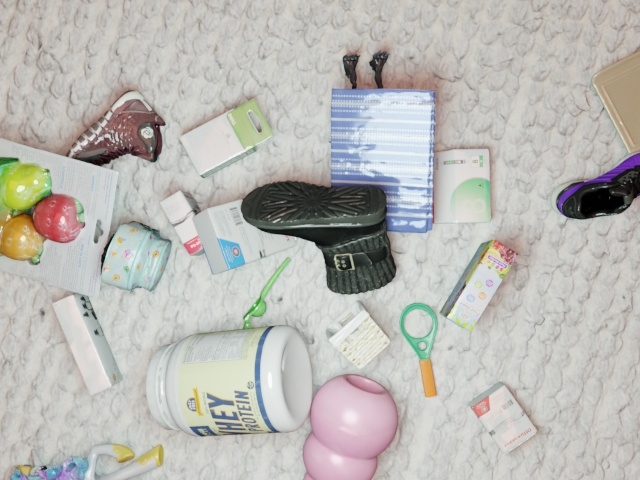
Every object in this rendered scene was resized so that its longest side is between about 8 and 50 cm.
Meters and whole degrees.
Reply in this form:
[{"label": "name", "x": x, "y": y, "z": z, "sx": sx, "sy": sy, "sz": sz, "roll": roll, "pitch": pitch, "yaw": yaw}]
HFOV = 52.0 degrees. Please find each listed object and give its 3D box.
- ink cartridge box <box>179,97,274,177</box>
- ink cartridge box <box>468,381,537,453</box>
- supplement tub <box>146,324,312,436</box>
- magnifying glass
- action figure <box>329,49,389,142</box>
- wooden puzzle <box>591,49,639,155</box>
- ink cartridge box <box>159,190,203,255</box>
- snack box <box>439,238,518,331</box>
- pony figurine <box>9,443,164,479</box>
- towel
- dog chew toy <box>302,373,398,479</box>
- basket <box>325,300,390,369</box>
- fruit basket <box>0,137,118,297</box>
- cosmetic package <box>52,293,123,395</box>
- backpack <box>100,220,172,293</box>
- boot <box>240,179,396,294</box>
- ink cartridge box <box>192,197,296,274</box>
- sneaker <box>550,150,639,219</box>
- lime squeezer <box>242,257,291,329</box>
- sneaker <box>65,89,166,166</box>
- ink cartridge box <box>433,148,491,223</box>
[{"label": "ink cartridge box", "x": -0.228, "y": -0.250, "z": 1.619, "sx": 0.209, "sy": 0.062, "sz": 0.109, "roll": -28, "pitch": 88, "yaw": 1}, {"label": "ink cartridge box", "x": 0.438, "y": 0.426, "z": 1.584, "sx": 0.099, "sy": 0.056, "sz": 0.135, "roll": -34, "pitch": 87, "yaw": 1}, {"label": "supplement tub", "x": -0.203, "y": 0.322, "z": 1.494, "sx": 0.325, "sy": 0.235, "sz": 0.235, "roll": -9, "pitch": 88, "yaw": 19}, {"label": "magnifying glass", "x": 0.251, "y": 0.268, "z": 1.612, "sx": 0.092, "sy": 0.026, "sz": 0.231, "roll": -10, "pitch": 86, "yaw": 1}, {"label": "action figure", "x": 0.102, "y": -0.313, "z": 1.574, "sx": 0.164, "sy": 0.141, "sz": 0.275, "roll": 0, "pitch": 85, "yaw": 0}, {"label": "wooden puzzle", "x": 0.804, "y": -0.343, "z": 1.603, "sx": 0.221, "sy": 0.044, "sz": 0.238, "roll": -27, "pitch": 93, "yaw": 1}, {"label": "ink cartridge box", "x": -0.316, "y": -0.041, "z": 1.593, "sx": 0.063, "sy": 0.109, "sz": 0.150, "roll": -30, "pitch": 88, "yaw": 2}, {"label": "snack box", "x": 0.365, "y": 0.104, "z": 1.536, "sx": 0.070, "sy": 0.174, "sz": 0.207, "roll": 32, "pitch": 91, "yaw": 6}, {"label": "pony figurine", "x": -0.565, "y": 0.644, "z": 1.531, "sx": 0.363, "sy": 0.303, "sz": 0.351, "roll": -9, "pitch": 56, "yaw": 5}, {"label": "towel", "x": 0.144, "y": -0.181, "z": 1.522, "sx": 0.243, "sy": 0.040, "sz": 0.336, "roll": 3, "pitch": 107, "yaw": 13}, {"label": "dog chew toy", "x": 0.052, "y": 0.486, "z": 1.532, "sx": 0.207, "sy": 0.206, "sz": 0.331, "roll": 18, "pitch": 98, "yaw": 2}, {"label": "basket", "x": 0.088, "y": 0.222, "z": 1.548, "sx": 0.113, "sy": 0.167, "sz": 0.103, "roll": -42, "pitch": 92, "yaw": 0}, {"label": "fruit basket", "x": -0.665, "y": -0.060, "z": 1.565, "sx": 0.353, "sy": 0.165, "sz": 0.327, "roll": 14, "pitch": 107, "yaw": -1}, {"label": "cosmetic package", "x": -0.564, "y": 0.249, "z": 1.600, "sx": 0.060, "sy": 0.099, "sz": 0.239, "roll": -24, "pitch": 89, "yaw": 1}, {"label": "backpack", "x": -0.439, "y": 0.041, "z": 1.556, "sx": 0.144, "sy": 0.188, "sz": 0.166, "roll": 21, "pitch": 89, "yaw": 2}, {"label": "boot", "x": 0.000, "y": 0.003, "z": 1.525, "sx": 0.348, "sy": 0.260, "sz": 0.131, "roll": 5, "pitch": 48, "yaw": 12}, {"label": "ink cartridge box", "x": -0.176, "y": -0.021, "z": 1.550, "sx": 0.203, "sy": 0.086, "sz": 0.148, "roll": -19, "pitch": 88, "yaw": -39}, {"label": "sneaker", "x": 0.704, "y": -0.118, "z": 1.535, "sx": 0.293, "sy": 0.146, "sz": 0.102, "roll": -24, "pitch": 105, "yaw": 4}, {"label": "lime squeezer", "x": -0.136, "y": 0.193, "z": 1.609, "sx": 0.110, "sy": 0.059, "sz": 0.310, "roll": 4, "pitch": 88, "yaw": 2}, {"label": "sneaker", "x": -0.492, "y": -0.219, "z": 1.608, "sx": 0.162, "sy": 0.106, "sz": 0.281, "roll": 41, "pitch": 89, "yaw": -1}, {"label": "ink cartridge box", "x": 0.299, "y": -0.131, "z": 1.606, "sx": 0.225, "sy": 0.056, "sz": 0.181, "roll": -1, "pitch": 88, "yaw": 0}]
